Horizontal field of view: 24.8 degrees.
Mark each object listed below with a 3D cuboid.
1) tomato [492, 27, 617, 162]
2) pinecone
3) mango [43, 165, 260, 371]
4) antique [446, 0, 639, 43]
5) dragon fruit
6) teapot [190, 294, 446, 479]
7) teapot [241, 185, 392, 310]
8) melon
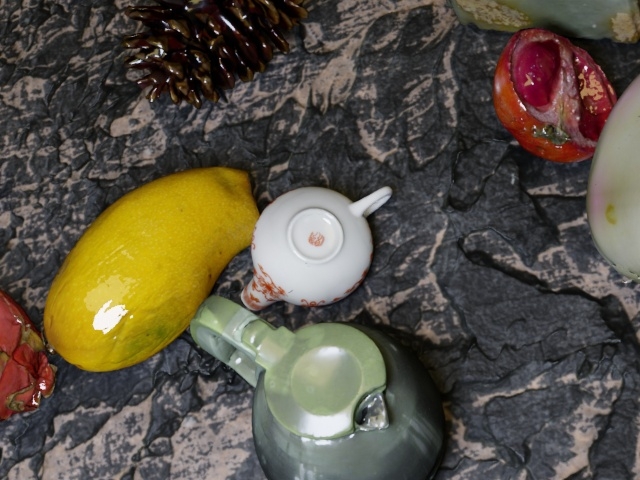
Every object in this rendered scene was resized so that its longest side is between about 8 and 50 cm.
[{"bbox_3d":[0.301,-0.186,1.950,0.189,0.099,0.173,31,52,-18],"label":"tomato"},{"bbox_3d":[-0.158,-0.314,2.022,0.246,0.246,0.292,29,76,22],"label":"pinecone"},{"bbox_3d":[-0.223,0.028,1.928,0.187,0.144,0.359,38,70,5],"label":"mango"},{"bbox_3d":[0.309,-0.364,2.017,0.284,0.150,0.125,4,62,22],"label":"antique"},{"bbox_3d":[-0.428,0.163,1.911,0.224,0.148,0.218,-57,41,23],"label":"dragon fruit"},{"bbox_3d":[0.004,0.167,1.762,0.239,0.239,0.322,-28,62,-4],"label":"teapot"},{"bbox_3d":[0.000,0.000,1.919,0.245,0.116,0.159,-29,68,-16],"label":"teapot"},{"bbox_3d":[0.446,-0.087,1.800,0.223,0.223,0.317,14,74,17],"label":"melon"}]
